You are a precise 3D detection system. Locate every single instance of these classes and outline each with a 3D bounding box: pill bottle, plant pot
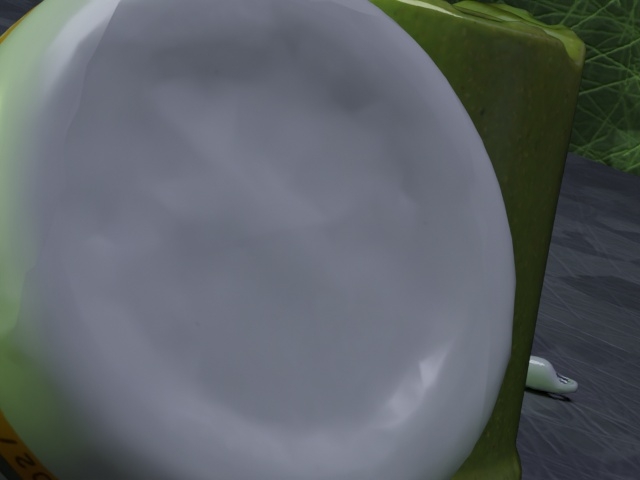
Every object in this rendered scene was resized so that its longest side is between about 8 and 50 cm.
[{"bbox_3d":[-0.082,0.032,0.537,0.162,0.162,0.278,9,-20,-32],"label":"pill bottle"},{"bbox_3d":[0.000,0.000,0.810,0.276,0.253,0.276,16,12,-4],"label":"plant pot"}]

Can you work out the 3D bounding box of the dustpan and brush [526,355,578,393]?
[{"bbox_3d":[0.071,0.058,1.154,0.211,0.060,0.147,10,23,-1],"label":"dustpan and brush"}]
